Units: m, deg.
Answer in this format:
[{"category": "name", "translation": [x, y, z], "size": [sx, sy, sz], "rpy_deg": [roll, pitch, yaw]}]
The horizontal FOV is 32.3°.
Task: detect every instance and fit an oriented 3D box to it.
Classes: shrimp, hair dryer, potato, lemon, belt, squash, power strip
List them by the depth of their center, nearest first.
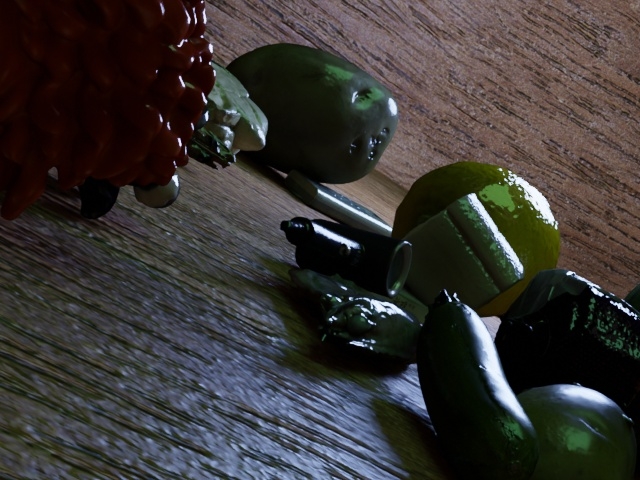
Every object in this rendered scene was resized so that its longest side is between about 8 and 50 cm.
[{"category": "squash", "translation": [0.135, 0.130, 1.034], "size": [0.087, 0.087, 0.331], "rpy_deg": [32, 18, -15]}, {"category": "potato", "translation": [0.249, 0.197, 1.086], "size": [0.160, 0.111, 0.272], "rpy_deg": [39, 10, 20]}, {"category": "shrimp", "translation": [0.026, 0.071, 1.128], "size": [0.164, 0.062, 0.317], "rpy_deg": [28, 3, 15]}, {"category": "hair dryer", "translation": [0.000, 0.000, 1.226], "size": [0.128, 0.070, 0.255], "rpy_deg": [16, -5, 27]}, {"category": "belt", "translation": [0.310, 0.136, 1.425], "size": [0.164, 0.184, 0.289], "rpy_deg": [28, 4, -7]}, {"category": "shrimp", "translation": [-0.245, -0.176, 1.498], "size": [0.287, 0.063, 0.152], "rpy_deg": [31, -3, -11]}, {"category": "lemon", "translation": [0.244, 0.000, 1.714], "size": [0.245, 0.245, 0.320], "rpy_deg": [40, 16, 35]}, {"category": "potato", "translation": [-0.033, -0.228, 1.948], "size": [0.326, 0.221, 0.243], "rpy_deg": [26, -10, 10]}, {"category": "power strip", "translation": [0.047, -0.052, 1.960], "size": [0.268, 0.034, 0.092], "rpy_deg": [26, 11, -43]}]

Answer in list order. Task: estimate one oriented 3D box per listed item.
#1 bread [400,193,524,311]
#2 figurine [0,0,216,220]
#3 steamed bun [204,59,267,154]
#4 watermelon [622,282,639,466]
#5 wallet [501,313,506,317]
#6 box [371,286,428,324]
[{"category": "bread", "translation": [0.186, 0.032, 1.509], "size": [0.141, 0.148, 0.134], "rpy_deg": [57, 14, 8]}, {"category": "figurine", "translation": [-0.174, -0.170, 0.876], "size": [0.241, 0.306, 0.412], "rpy_deg": [26, 5, 9]}, {"category": "steamed bun", "translation": [-0.173, -0.188, 1.669], "size": [0.192, 0.106, 0.177], "rpy_deg": [44, 20, 5]}, {"category": "watermelon", "translation": [0.472, 0.210, 1.496], "size": [0.330, 0.189, 0.331], "rpy_deg": [58, -14, 24]}, {"category": "wallet", "translation": [0.340, 0.116, 2.146], "size": [0.111, 0.030, 0.166], "rpy_deg": [30, 9, -19]}, {"category": "box", "translation": [0.061, 0.045, 1.494], "size": [0.109, 0.029, 0.198], "rpy_deg": [28, 9, -35]}]
